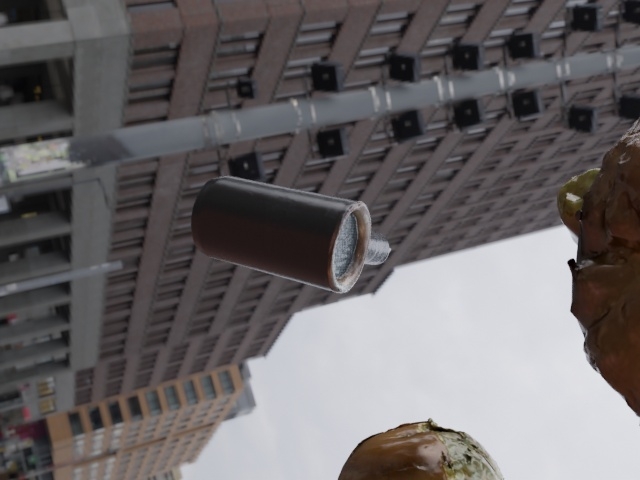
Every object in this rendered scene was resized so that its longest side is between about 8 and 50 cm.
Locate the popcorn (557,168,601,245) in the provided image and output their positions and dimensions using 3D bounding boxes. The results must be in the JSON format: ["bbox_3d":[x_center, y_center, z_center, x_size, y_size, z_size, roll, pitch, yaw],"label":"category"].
[{"bbox_3d":[0.338,-0.001,0.768,0.206,0.251,0.237,-32,118,-65],"label":"popcorn"}]

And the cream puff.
[{"bbox_3d":[0.235,0.003,0.483,0.154,0.269,0.241,0,-54,38],"label":"cream puff"}]

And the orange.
[{"bbox_3d":[0.088,0.230,0.772,0.156,0.156,0.134,-163,-115,-66],"label":"orange"}]

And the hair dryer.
[{"bbox_3d":[0.000,0.000,0.754,0.255,0.128,0.070,13,90,-69],"label":"hair dryer"}]
